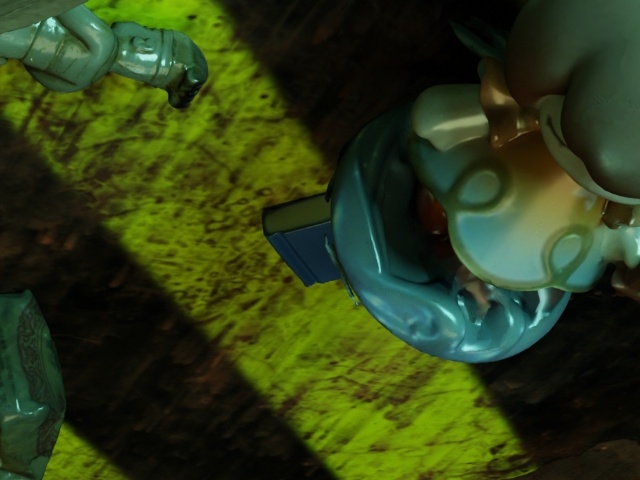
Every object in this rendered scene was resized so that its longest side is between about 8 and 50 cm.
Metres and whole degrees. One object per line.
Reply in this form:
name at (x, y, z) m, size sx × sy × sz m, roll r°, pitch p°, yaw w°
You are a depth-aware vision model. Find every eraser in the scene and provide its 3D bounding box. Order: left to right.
eraser at (0.000, 0.000, 1.493) m, size 0.063 × 0.027 × 0.084 m, roll -16°, pitch 148°, yaw 14°

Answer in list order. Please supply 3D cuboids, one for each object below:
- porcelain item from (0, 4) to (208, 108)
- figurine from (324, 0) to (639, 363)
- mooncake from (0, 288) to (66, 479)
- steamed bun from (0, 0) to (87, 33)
porcelain item at (-0.172, -0.131, 1.223) m, size 0.213 × 0.054 × 0.084 m, roll 12°, pitch 148°, yaw -25°
figurine at (0.185, -0.086, 1.168) m, size 0.277 × 0.248 × 0.388 m, roll 32°, pitch 152°, yaw -9°
mooncake at (-0.238, 0.115, 1.552) m, size 0.073 × 0.125 × 0.130 m, roll -11°, pitch 153°, yaw -11°
steamed bun at (-0.143, -0.228, 0.882) m, size 0.199 × 0.251 × 0.301 m, roll 4°, pitch 157°, yaw -30°
